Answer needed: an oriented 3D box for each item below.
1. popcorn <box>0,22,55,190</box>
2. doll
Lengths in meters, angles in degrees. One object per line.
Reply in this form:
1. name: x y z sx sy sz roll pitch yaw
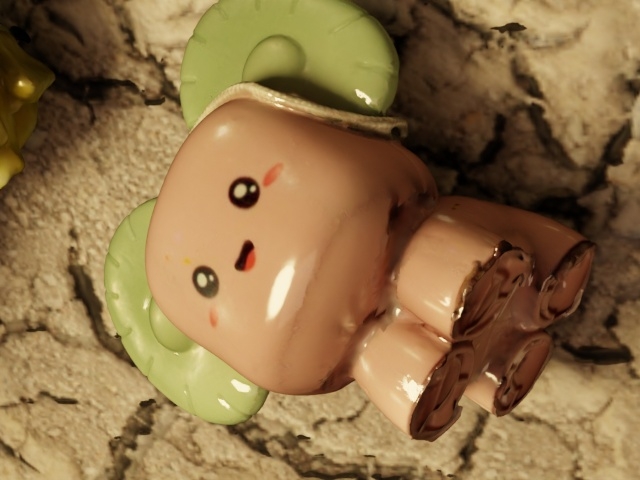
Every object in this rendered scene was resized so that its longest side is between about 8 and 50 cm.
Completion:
1. popcorn: -0.272 -0.096 1.061 0.189 0.218 0.169 41 79 -24
2. doll: 0.000 0.000 1.029 0.268 0.216 0.284 34 109 28
